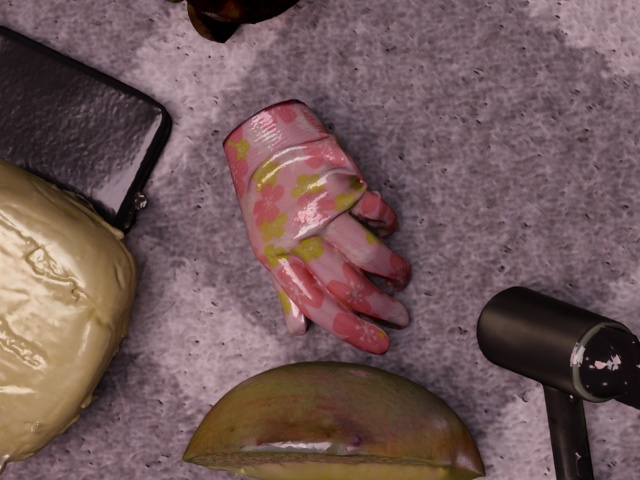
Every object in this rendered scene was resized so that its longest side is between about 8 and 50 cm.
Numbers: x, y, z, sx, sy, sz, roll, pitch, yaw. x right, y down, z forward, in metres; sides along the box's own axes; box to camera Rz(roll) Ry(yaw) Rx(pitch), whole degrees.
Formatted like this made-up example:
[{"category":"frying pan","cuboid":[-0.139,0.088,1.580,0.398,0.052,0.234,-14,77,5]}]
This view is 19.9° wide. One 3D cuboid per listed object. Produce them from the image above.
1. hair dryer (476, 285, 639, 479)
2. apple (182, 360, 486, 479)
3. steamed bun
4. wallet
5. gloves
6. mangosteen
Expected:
[{"category":"hair dryer","cuboid":[0.239,0.176,1.634,0.078,0.195,0.248,-21,111,-24]},{"category":"apple","cuboid":[0.007,0.167,1.666,0.265,0.193,0.120,-1,79,16]},{"category":"steamed bun","cuboid":[-0.300,0.069,1.749,0.232,0.166,0.273,27,103,0]},{"category":"wallet","cuboid":[-0.267,-0.111,1.802,0.250,0.044,0.149,24,91,13]},{"category":"gloves","cuboid":[-0.002,-0.002,1.701,0.145,0.126,0.241,-29,75,7]},{"category":"mangosteen","cuboid":[-0.082,-0.274,1.710,0.172,0.184,0.172,10,55,-15]}]
